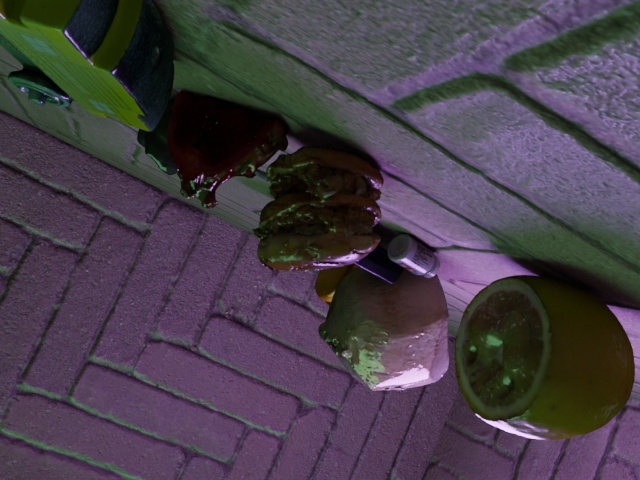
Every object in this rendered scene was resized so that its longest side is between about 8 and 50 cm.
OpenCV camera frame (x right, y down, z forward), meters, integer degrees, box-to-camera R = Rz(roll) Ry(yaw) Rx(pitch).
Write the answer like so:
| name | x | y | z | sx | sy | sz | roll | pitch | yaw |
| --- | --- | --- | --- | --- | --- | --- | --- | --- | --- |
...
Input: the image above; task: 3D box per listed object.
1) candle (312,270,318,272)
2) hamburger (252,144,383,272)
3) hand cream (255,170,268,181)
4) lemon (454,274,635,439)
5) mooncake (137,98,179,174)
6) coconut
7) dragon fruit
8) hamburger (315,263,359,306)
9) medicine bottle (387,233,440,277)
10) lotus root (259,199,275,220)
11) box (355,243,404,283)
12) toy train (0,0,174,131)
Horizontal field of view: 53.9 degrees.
| name | x | y | z | sx | sy | sz | roll | pitch | yaw |
| --- | --- | --- | --- | --- | --- | --- | --- | --- | --- |
| candle | 0.000 | 0.000 | 1.951 | 0.068 | 0.192 | 0.169 | 27 | -143 | -20 |
| hamburger | -0.007 | -0.048 | 1.181 | 0.260 | 0.212 | 0.245 | -4 | 169 | 22 |
| hand cream | -0.172 | -0.181 | 1.682 | 0.093 | 0.019 | 0.030 | 25 | 172 | 15 |
| lemon | 0.490 | 0.252 | 1.338 | 0.364 | 0.364 | 0.364 | 25 | 173 | 3 |
| mooncake | -0.322 | -0.218 | 1.332 | 0.104 | 0.169 | 0.175 | 31 | 155 | -34 |
| coconut | 0.179 | 0.249 | 1.843 | 0.404 | 0.405 | 0.404 | 25 | 173 | 3 |
| dragon fruit | -0.194 | -0.159 | 1.205 | 0.262 | 0.212 | 0.134 | 27 | 168 | 33 |
| hamburger | 0.105 | 0.137 | 2.181 | 0.170 | 0.246 | 0.246 | 36 | 170 | -18 |
| medicine bottle | 0.246 | 0.043 | 1.638 | 0.140 | 0.079 | 0.079 | 30 | 171 | -36 |
| lotus root | -0.115 | -0.064 | 1.918 | 0.138 | 0.138 | 0.214 | 26 | 170 | -7 |
| box | 0.105 | 0.017 | 1.741 | 0.168 | 0.071 | 0.259 | 29 | -172 | -29 |
| toy train | -0.360 | -0.295 | 0.901 | 0.272 | 0.179 | 0.442 | 17 | 172 | 3 |
